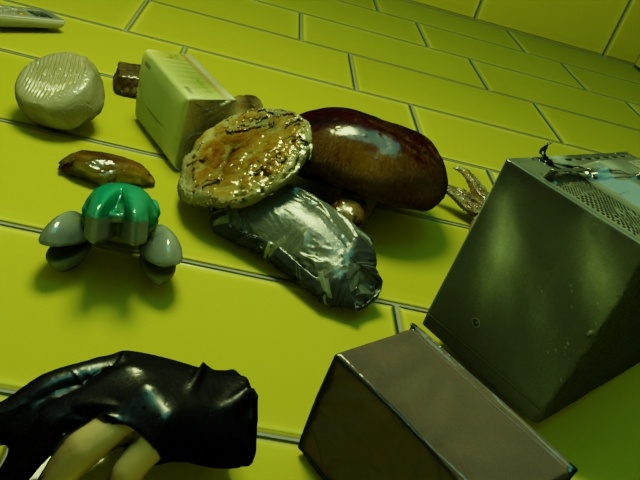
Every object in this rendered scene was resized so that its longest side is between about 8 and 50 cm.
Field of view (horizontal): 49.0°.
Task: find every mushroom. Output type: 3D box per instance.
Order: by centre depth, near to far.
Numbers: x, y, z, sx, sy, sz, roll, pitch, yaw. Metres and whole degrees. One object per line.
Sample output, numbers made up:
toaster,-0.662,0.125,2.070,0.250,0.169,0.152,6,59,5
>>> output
mushroom,0.088,-0.156,1.401,0.345,0.239,0.345,37,20,-15

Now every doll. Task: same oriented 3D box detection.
doll,-0.291,-0.015,1.073,0.195,0.153,0.258,6,12,15

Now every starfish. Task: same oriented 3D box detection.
starfish,0.364,-0.055,1.524,0.299,0.060,0.302,-22,55,-38

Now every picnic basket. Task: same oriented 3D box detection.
picnic basket,-0.382,-0.368,1.637,0.193,0.054,0.110,6,33,-22

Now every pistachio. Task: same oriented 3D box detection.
pistachio,-0.385,-0.133,1.273,0.173,0.049,0.089,7,34,-17

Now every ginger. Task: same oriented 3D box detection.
ginger,-0.167,-0.287,1.607,0.095,0.069,0.190,30,22,-31

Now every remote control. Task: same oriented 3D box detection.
remote control,-0.790,-0.539,1.702,0.109,0.055,0.313,33,29,35

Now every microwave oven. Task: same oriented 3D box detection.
microwave oven,0.431,0.041,1.125,0.432,0.374,0.236,-10,40,-45

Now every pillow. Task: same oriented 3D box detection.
pillow,-0.037,-0.001,1.196,0.335,0.092,0.161,32,62,18

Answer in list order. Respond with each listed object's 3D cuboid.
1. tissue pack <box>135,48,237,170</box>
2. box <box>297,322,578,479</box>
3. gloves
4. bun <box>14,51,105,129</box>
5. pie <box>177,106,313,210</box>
tissue pack,-0.280,-0.268,1.430,0.125,0.159,0.234,-5,39,-35
box,0.117,0.248,0.808,0.153,0.188,0.252,-12,44,-40
gloves,-0.225,0.201,0.766,0.301,0.152,0.197,-18,17,-25
bun,-0.505,-0.285,1.387,0.167,0.113,0.173,24,55,19
pie,-0.139,-0.149,1.257,0.274,0.055,0.274,-14,40,12
